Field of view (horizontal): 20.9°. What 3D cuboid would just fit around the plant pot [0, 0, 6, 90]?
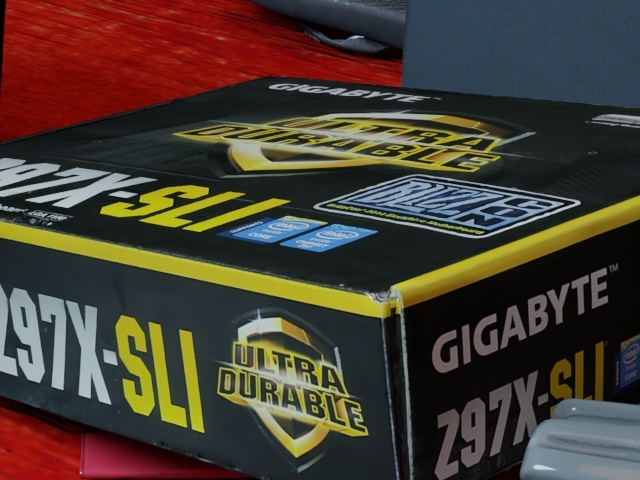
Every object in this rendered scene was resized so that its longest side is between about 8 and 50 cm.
[{"bbox_3d":[-0.242,-0.105,0.859,0.187,0.188,0.167,6,10,7],"label":"plant pot"}]

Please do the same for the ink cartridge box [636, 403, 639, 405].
[{"bbox_3d":[0.170,0.063,0.694,0.083,0.028,0.048,-7,25,-23],"label":"ink cartridge box"}]

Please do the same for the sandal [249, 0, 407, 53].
[{"bbox_3d":[0.033,-0.149,1.155,0.254,0.054,0.097,25,41,34],"label":"sandal"}]

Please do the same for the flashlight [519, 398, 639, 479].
[{"bbox_3d":[0.204,0.113,0.472,0.304,0.103,0.103,6,64,17],"label":"flashlight"}]

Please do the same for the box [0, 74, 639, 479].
[{"bbox_3d":[0.000,0.000,0.684,0.257,0.079,0.322,-20,21,-41],"label":"box"}]

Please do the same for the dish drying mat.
[{"bbox_3d":[-0.048,0.081,0.646,0.083,0.008,0.032,0,22,-6],"label":"dish drying mat"}]

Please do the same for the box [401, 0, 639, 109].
[{"bbox_3d":[0.250,-0.163,0.902,0.212,0.293,0.395,23,29,39],"label":"box"}]
